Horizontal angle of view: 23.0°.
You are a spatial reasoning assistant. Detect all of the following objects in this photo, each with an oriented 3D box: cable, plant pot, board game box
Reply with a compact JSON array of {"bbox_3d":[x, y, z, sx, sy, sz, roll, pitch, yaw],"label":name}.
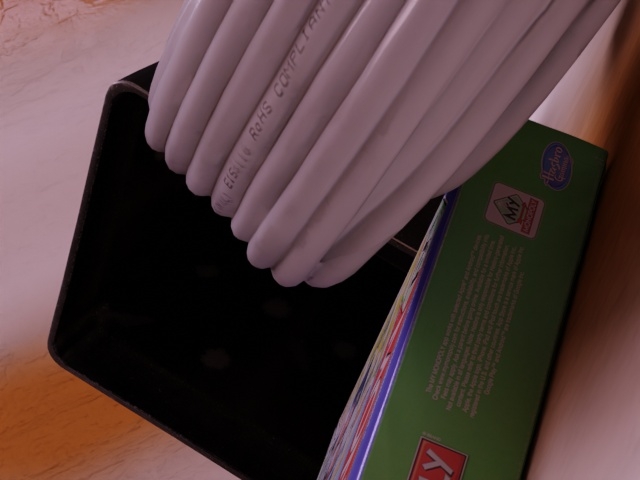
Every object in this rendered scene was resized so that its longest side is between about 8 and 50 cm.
[{"bbox_3d":[0.046,-0.104,0.429,0.257,0.089,0.257,-53,3,10],"label":"cable"},{"bbox_3d":[0.000,0.000,0.783,0.167,0.187,0.188,-47,-16,-48],"label":"plant pot"},{"bbox_3d":[0.002,0.138,0.486,0.213,0.046,0.317,110,-178,-51],"label":"board game box"}]
